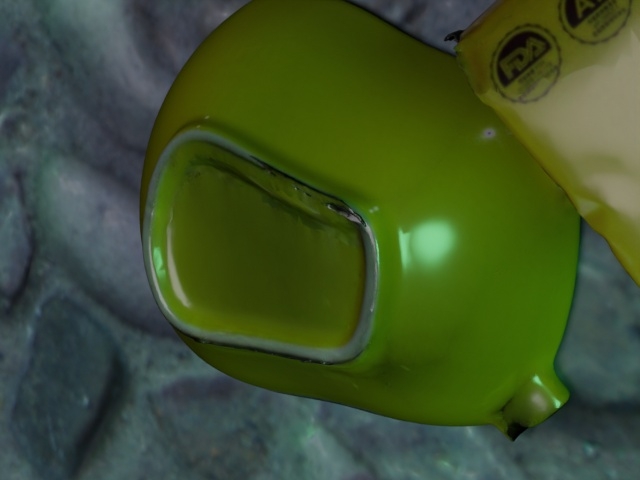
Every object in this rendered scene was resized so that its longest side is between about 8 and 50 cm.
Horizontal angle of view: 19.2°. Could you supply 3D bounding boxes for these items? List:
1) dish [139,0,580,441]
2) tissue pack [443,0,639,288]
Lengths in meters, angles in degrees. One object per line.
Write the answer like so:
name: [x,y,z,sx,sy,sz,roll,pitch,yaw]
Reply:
dish: [0.000,0.000,0.960,0.262,0.108,0.221,20,114,30]
tissue pack: [0.215,-0.095,0.738,0.271,0.134,0.192,-42,82,26]
